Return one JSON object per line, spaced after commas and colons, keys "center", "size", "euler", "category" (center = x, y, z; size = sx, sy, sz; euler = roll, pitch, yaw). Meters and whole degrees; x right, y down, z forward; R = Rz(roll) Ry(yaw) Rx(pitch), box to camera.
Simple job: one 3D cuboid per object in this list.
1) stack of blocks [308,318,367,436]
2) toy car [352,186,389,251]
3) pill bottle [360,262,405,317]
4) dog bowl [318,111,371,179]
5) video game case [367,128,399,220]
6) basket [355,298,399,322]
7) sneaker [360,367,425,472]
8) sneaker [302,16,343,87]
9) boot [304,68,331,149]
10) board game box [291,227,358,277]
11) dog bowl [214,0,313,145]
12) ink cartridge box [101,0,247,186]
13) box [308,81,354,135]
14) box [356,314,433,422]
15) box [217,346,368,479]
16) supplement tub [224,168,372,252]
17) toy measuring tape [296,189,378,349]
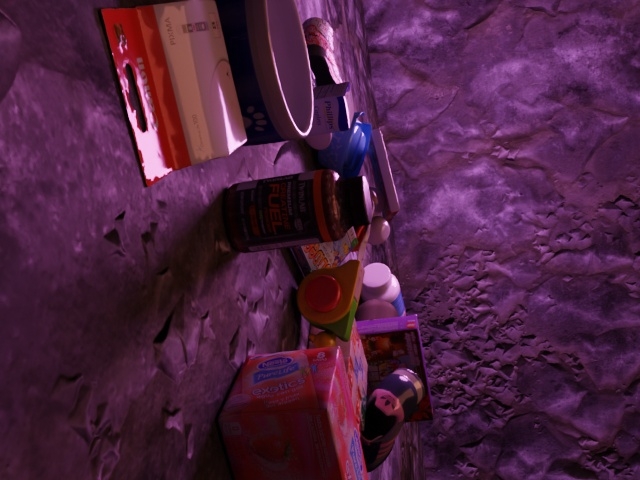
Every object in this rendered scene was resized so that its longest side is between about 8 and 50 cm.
{"center": [0.030, 0.301, 1.285], "size": [0.297, 0.087, 0.171], "euler": [-82, 161, -53], "category": "stack of blocks"}
{"center": [0.075, -0.055, 1.655], "size": [0.136, 0.159, 0.182], "euler": [-36, 126, -35], "category": "toy car"}
{"center": [0.187, 0.172, 2.027], "size": [0.221, 0.124, 0.124], "euler": [71, 17, -48], "category": "pill bottle"}
{"center": [0.062, -0.240, 1.682], "size": [0.297, 0.074, 0.166], "euler": [7, 101, -79], "category": "dog bowl"}
{"center": [0.159, -0.158, 1.703], "size": [0.285, 0.025, 0.204], "euler": [55, 22, -86], "category": "video game case"}
{"center": [0.147, 0.262, 1.737], "size": [0.227, 0.154, 0.204], "euler": [-76, 157, -69], "category": "basket"}
{"center": [0.107, 0.409, 1.423], "size": [0.131, 0.112, 0.319], "euler": [-27, 145, -47], "category": "sneaker"}
{"center": [0.014, -0.427, 1.649], "size": [0.270, 0.090, 0.145], "euler": [58, 30, -58], "category": "sneaker"}
{"center": [-0.017, -0.299, 1.468], "size": [0.086, 0.069, 0.190], "euler": [-82, 159, -44], "category": "boot"}
{"center": [0.002, -0.013, 1.290], "size": [0.136, 0.035, 0.201], "euler": [-48, 146, -19], "category": "board game box"}
{"center": [-0.093, -0.280, 1.014], "size": [0.265, 0.104, 0.265], "euler": [-8, 90, -78], "category": "dog bowl"}
{"center": [-0.157, -0.181, 0.774], "size": [0.232, 0.066, 0.189], "euler": [-76, 157, -70], "category": "ink cartridge box"}
{"center": [-0.007, -0.261, 1.326], "size": [0.126, 0.137, 0.072], "euler": [-74, 155, -63], "category": "box"}
{"center": [0.153, 0.318, 1.584], "size": [0.057, 0.200, 0.293], "euler": [-80, 158, -58], "category": "box"}
{"center": [-0.020, 0.314, 0.900], "size": [0.154, 0.142, 0.300], "euler": [-70, 150, -68], "category": "box"}
{"center": [-0.029, -0.044, 0.943], "size": [0.106, 0.197, 0.106], "euler": [-8, 90, -78], "category": "supplement tub"}
{"center": [0.026, 0.053, 1.274], "size": [0.121, 0.121, 0.330], "euler": [56, 44, -65], "category": "toy measuring tape"}
